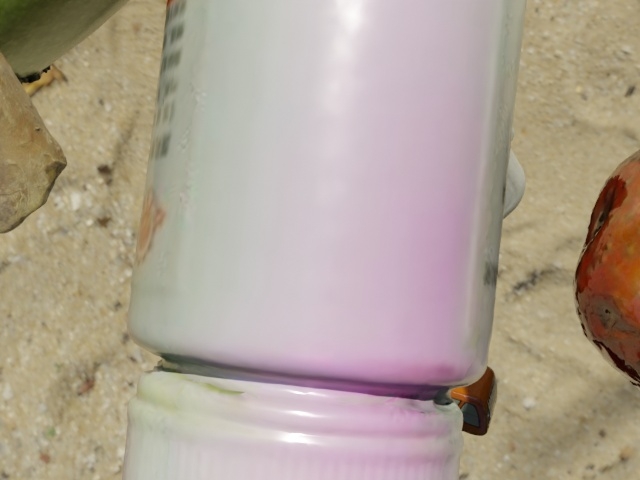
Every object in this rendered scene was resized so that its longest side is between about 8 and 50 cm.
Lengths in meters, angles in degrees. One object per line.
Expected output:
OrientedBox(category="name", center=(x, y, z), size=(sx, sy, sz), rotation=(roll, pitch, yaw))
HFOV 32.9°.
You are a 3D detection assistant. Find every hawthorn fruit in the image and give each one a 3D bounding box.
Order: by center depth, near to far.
OrientedBox(category="hawthorn fruit", center=(0.356, 0.032, 0.952), size=(0.300, 0.275, 0.275), rotation=(-26, 131, -55))

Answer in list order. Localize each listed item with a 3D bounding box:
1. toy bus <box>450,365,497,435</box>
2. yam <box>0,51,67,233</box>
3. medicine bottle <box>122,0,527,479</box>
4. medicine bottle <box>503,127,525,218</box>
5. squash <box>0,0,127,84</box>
OrientedBox(category="toy bus", center=(0.066, 0.189, 1.638), size=(0.093, 0.409, 0.092), rotation=(-63, 165, -47))
OrientedBox(category="yam", center=(-0.254, -0.155, 0.598), size=(0.081, 0.081, 0.356), rotation=(-35, 129, -13))
OrientedBox(category="medicine bottle", center=(0.000, 0.000, 0.647), size=(0.219, 0.219, 0.388), rotation=(8, 86, -36))
OrientedBox(category="medicine bottle", center=(0.120, -0.120, 1.500), size=(0.282, 0.123, 0.375), rotation=(-38, 131, 4))
OrientedBox(category="squash", center=(-0.196, -0.319, 0.840), size=(0.384, 0.263, 0.263), rotation=(-36, 137, 30))
